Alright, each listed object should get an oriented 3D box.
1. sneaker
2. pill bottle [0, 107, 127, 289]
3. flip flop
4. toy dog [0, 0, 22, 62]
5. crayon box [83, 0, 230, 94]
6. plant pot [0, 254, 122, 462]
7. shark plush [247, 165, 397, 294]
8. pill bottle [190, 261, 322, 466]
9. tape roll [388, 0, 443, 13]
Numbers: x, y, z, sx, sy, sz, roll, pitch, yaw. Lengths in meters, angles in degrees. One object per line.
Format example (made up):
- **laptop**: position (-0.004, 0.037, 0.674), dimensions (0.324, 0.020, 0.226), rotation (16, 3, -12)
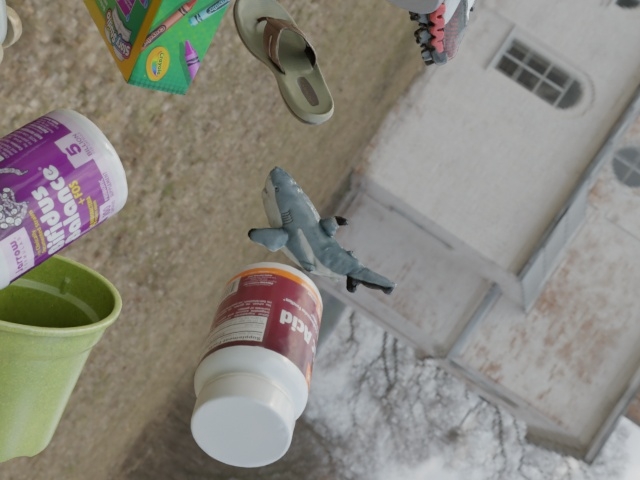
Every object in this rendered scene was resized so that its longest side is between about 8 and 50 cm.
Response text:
- **sneaker**: position (0.179, -0.345, 1.074), dimensions (0.098, 0.135, 0.276), rotation (-103, -171, -52)
- **pill bottle**: position (-0.417, -0.037, 1.138), dimensions (0.301, 0.169, 0.169), rotation (-40, 168, -34)
- **flip flop**: position (-0.057, -0.334, 1.541), dimensions (0.112, 0.277, 0.080), rotation (-23, 167, -24)
- **toy dog**: position (-0.650, -0.464, 1.550), dimensions (0.220, 0.161, 0.334), rotation (-85, 175, -79)
- **crayon box**: position (-0.211, -0.325, 1.047), dimensions (0.081, 0.278, 0.165), rotation (4, 130, -39)
- **plant pot**: position (-0.464, 0.177, 1.295), dimensions (0.276, 0.276, 0.254), rotation (-44, 154, -72)
- **shark plush**: position (0.000, 0.000, 0.829), dimensions (0.073, 0.161, 0.067), rotation (-3, 130, -57)
- **pill bottle**: position (-0.124, 0.240, 1.738), dimensions (0.224, 0.224, 0.392), rotation (-59, -168, 34)
- **tape roll**: position (0.046, -0.310, 0.800), dimensions (0.072, 0.219, 0.219), rotation (-50, 176, -1)
